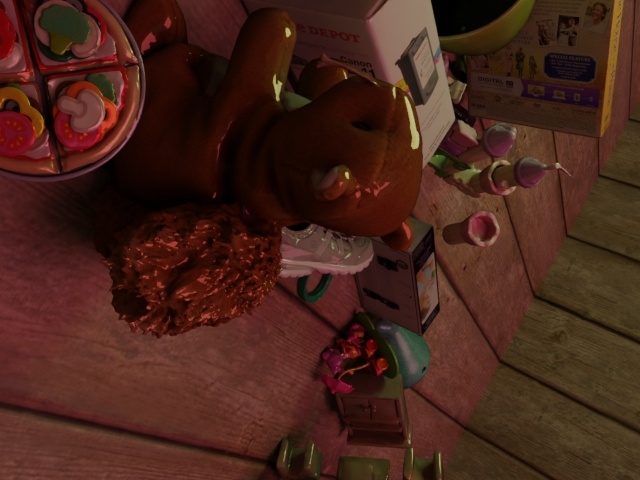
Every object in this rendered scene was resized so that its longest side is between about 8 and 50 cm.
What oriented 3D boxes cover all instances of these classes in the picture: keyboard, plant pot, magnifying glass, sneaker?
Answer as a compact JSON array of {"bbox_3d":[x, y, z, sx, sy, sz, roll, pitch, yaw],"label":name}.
[{"bbox_3d":[0.293,-0.307,1.411,0.317,0.033,0.201,9,103,-58],"label":"keyboard"},{"bbox_3d":[0.264,-0.440,1.086,0.293,0.275,0.274,6,107,-66],"label":"plant pot"},{"bbox_3d":[0.003,0.018,1.221,0.092,0.026,0.231,-16,126,-50],"label":"magnifying glass"},{"bbox_3d":[0.000,0.000,1.108,0.281,0.105,0.115,-4,104,-47],"label":"sneaker"}]

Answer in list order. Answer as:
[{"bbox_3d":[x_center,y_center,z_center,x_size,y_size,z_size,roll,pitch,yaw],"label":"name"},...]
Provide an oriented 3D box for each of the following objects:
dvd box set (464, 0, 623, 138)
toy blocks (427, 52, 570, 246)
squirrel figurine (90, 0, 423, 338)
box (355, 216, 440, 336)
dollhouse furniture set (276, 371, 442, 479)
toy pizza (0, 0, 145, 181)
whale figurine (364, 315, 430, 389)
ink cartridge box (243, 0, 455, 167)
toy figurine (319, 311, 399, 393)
[{"bbox_3d":[0.438,-0.424,1.248,0.062,0.308,0.420,-45,137,-33],"label":"dvd box set"},{"bbox_3d":[0.259,-0.182,1.108,0.289,0.260,0.309,30,77,-13],"label":"toy blocks"},{"bbox_3d":[-0.077,-0.059,0.720,0.397,0.370,0.281,-60,148,-7],"label":"squirrel figurine"},{"bbox_3d":[0.162,0.067,1.350,0.087,0.169,0.290,-48,143,-28],"label":"box"},{"bbox_3d":[0.107,0.544,1.440,0.256,0.362,0.394,75,20,-44],"label":"dollhouse furniture set"},{"bbox_3d":[-0.270,-0.157,0.590,0.201,0.032,0.201,-2,96,-20],"label":"toy pizza"},{"bbox_3d":[0.200,0.270,1.566,0.216,0.141,0.272,-44,142,-29],"label":"whale figurine"},{"bbox_3d":[0.053,-0.260,0.910,0.131,0.226,0.306,-56,146,-16],"label":"ink cartridge box"},{"bbox_3d":[0.067,0.272,1.410,0.159,0.173,0.130,-25,174,-24],"label":"toy figurine"}]
